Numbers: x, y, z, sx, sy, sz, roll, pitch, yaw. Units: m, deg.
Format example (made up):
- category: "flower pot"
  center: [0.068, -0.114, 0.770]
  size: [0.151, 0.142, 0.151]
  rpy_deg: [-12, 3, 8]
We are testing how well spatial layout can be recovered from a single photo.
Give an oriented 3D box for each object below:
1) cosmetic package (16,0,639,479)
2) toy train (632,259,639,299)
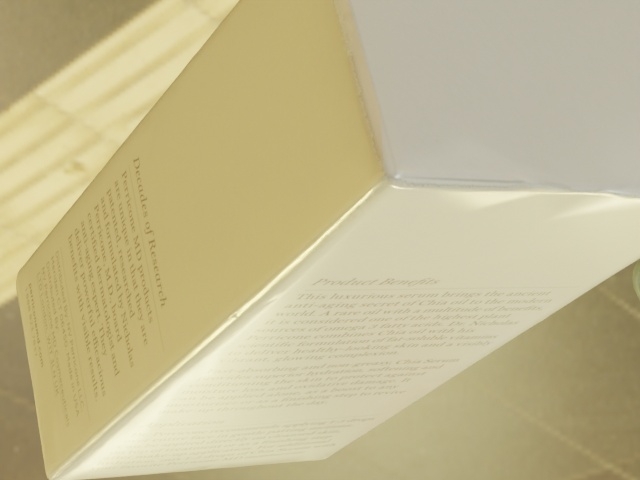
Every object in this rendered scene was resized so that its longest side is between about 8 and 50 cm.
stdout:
- category: "cosmetic package"
  center: [0.000, 0.000, 0.933]
  size: [0.230, 0.162, 0.453]
  rpy_deg: [1, 155, -33]
- category: "toy train"
  center: [0.374, 0.053, 1.088]
  size: [0.334, 0.142, 0.190]
  rpy_deg: [47, 147, 2]
